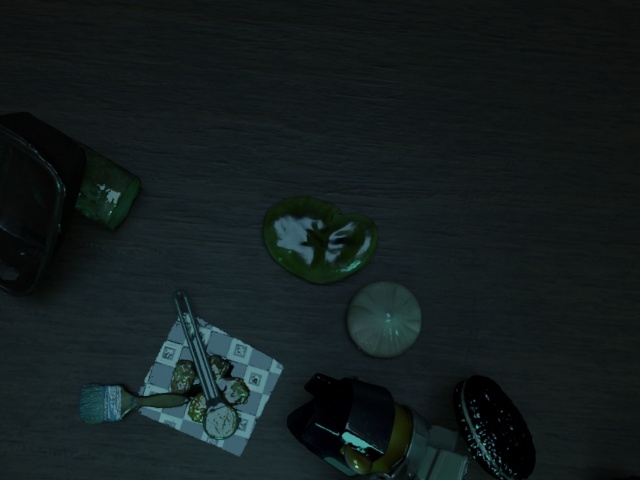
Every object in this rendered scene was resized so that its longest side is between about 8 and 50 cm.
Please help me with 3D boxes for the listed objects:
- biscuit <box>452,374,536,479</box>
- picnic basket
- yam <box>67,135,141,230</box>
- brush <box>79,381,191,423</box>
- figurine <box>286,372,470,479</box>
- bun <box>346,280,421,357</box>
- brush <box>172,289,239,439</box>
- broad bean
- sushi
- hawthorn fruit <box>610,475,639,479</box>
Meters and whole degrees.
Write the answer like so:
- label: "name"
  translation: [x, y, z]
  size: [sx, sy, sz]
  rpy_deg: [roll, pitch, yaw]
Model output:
- label: "biscuit"
  translation: [0.292, 0.314, 1.327]
  size: [0.053, 0.194, 0.195]
  rpy_deg: [-36, 83, 25]
- label: "picnic basket"
  translation: [-0.488, -0.071, 1.290]
  size: [0.222, 0.297, 0.129]
  rpy_deg: [32, 34, 5]
- label: "yam"
  translation: [-0.419, -0.111, 1.382]
  size: [0.194, 0.107, 0.107]
  rpy_deg: [31, 79, 2]
- label: "brush"
  translation: [-0.312, 0.272, 1.341]
  size: [0.196, 0.021, 0.070]
  rpy_deg: [-3, 78, 6]
- label: "figurine"
  translation: [0.093, 0.314, 1.266]
  size: [0.308, 0.308, 0.143]
  rpy_deg: [32, 91, 2]
- label: "bun"
  translation: [0.115, 0.134, 1.385]
  size: [0.138, 0.094, 0.138]
  rpy_deg: [2, 76, -6]
- label: "brush"
  translation: [-0.201, 0.206, 1.339]
  size: [0.062, 0.027, 0.266]
  rpy_deg: [-17, 78, -16]
- label: "broad bean"
  translation: [0.000, -0.001, 1.420]
  size: [0.206, 0.072, 0.153]
  rpy_deg: [7, 76, 9]
- label: "sushi"
  translation: [-0.192, 0.247, 1.364]
  size: [0.210, 0.040, 0.193]
  rpy_deg: [26, 78, 0]
- label: "hawthorn fruit"
  translation: [0.513, 0.482, 1.321]
  size: [0.173, 0.179, 0.174]
  rpy_deg: [23, 43, -23]
